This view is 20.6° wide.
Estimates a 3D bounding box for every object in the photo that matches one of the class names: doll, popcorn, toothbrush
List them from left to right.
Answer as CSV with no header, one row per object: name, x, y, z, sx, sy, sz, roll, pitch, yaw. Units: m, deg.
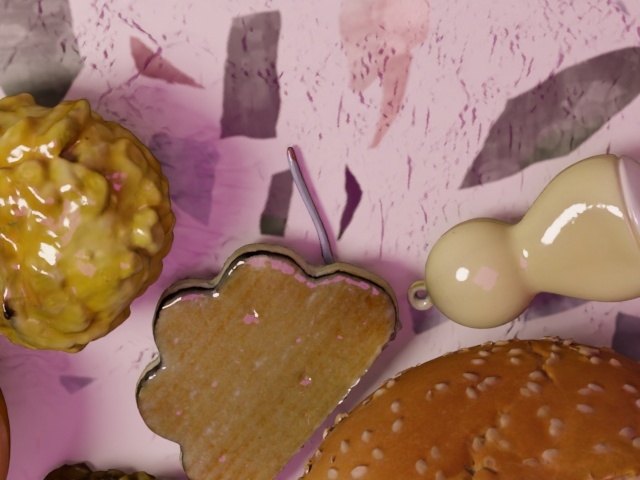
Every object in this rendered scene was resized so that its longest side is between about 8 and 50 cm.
popcorn,-0.255,-0.006,1.566,0.266,0.192,0.233,-24,112,33
toothbrush,0.000,0.000,1.664,0.019,0.013,0.193,-14,109,13
doll,0.218,0.003,1.625,0.296,0.117,0.141,-16,115,19

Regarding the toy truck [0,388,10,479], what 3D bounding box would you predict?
toy truck,-0.420,0.168,1.616,0.288,0.211,0.204,11,109,-1

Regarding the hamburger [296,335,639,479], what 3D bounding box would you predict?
hamburger,0.162,0.216,1.602,0.445,0.287,0.268,-17,133,2

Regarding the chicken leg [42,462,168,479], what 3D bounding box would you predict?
chicken leg,-0.125,0.399,1.746,0.201,0.153,0.429,-19,116,19

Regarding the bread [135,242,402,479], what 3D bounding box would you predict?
bread,-0.066,0.108,1.674,0.207,0.056,0.286,39,108,-12
